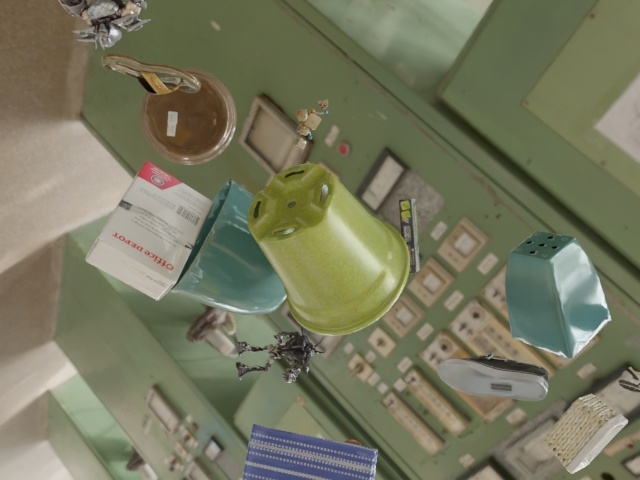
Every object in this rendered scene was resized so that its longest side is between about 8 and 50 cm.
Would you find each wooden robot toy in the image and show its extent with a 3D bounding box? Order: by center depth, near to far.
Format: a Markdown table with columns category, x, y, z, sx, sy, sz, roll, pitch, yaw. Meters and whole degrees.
| category | x | y | z | sx | sy | sz | roll | pitch | yaw |
| --- | --- | --- | --- | --- | --- | --- | --- | --- | --- |
| wooden robot toy | -0.048 | -0.373 | 1.902 | 0.079 | 0.076 | 0.173 | 24 | 109 | -30 |

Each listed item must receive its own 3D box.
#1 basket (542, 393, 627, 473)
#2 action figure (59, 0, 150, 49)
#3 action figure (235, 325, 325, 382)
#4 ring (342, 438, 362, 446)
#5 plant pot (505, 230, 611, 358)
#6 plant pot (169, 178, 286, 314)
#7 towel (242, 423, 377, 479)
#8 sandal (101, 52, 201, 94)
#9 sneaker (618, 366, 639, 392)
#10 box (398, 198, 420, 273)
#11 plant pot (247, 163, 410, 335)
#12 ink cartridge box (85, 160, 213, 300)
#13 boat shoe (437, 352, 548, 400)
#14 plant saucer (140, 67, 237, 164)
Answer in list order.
| category | x | y | z | sx | sy | sz | roll | pitch | yaw |
| --- | --- | --- | --- | --- | --- | --- | --- | --- | --- |
| basket | 0.646 | 0.470 | 1.519 | 0.113 | 0.103 | 0.167 | 4 | 123 | -46 |
| action figure | -0.404 | -0.491 | 1.170 | 0.185 | 0.285 | 0.099 | -2 | 168 | 12 |
| action figure | -0.120 | 0.353 | 1.922 | 0.275 | 0.164 | 0.141 | -6 | 159 | 1 |
| ring | -0.021 | 0.584 | 1.381 | 0.336 | 0.032 | 0.336 | -50 | -176 | 4 |
| plant pot | 0.527 | 0.108 | 1.408 | 0.165 | 0.165 | 0.234 | -33 | 117 | -25 |
| plant pot | -0.180 | 0.040 | 1.452 | 0.293 | 0.235 | 0.293 | -52 | -161 | 26 |
| towel | -0.035 | 0.523 | 1.121 | 0.040 | 0.243 | 0.336 | 41 | 57 | -80 |
| sandal | -0.312 | -0.296 | 1.135 | 0.072 | 0.180 | 0.049 | 168 | -69 | -65 |
| sneaker | 0.644 | 0.282 | 1.205 | 0.044 | 0.109 | 0.040 | -51 | 155 | -32 |
| box | 0.252 | -0.014 | 1.749 | 0.036 | 0.207 | 0.114 | -4 | -178 | 14 |
| plant pot | 0.000 | 0.000 | 1.181 | 0.276 | 0.276 | 0.254 | -44 | 134 | -7 |
| ink cartridge box | -0.350 | -0.021 | 1.287 | 0.100 | 0.172 | 0.237 | -41 | -156 | 43 |
| boat shoe | 0.497 | 0.378 | 1.787 | 0.105 | 0.306 | 0.113 | -53 | 137 | -52 |
| plant saucer | -0.380 | -0.357 | 1.777 | 0.278 | 0.278 | 0.041 | -46 | -172 | 3 |
